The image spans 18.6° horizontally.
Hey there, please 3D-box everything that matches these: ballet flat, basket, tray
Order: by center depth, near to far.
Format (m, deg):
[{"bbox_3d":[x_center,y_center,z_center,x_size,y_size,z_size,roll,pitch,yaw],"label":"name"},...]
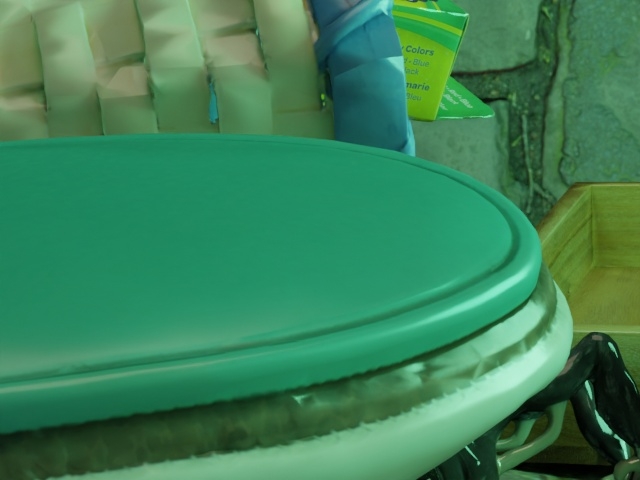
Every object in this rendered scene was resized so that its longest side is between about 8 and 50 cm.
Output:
[{"bbox_3d":[-0.139,0.059,0.339,0.400,0.139,0.139,-6,10,-30],"label":"ballet flat"},{"bbox_3d":[0.000,0.000,0.553,0.289,0.254,0.201,-1,30,-10],"label":"basket"},{"bbox_3d":[0.213,0.036,1.098,0.203,0.076,0.411,1,12,16],"label":"tray"}]

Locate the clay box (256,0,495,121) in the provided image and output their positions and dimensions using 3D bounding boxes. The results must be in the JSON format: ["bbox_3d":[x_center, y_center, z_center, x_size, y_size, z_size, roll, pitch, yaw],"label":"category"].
[{"bbox_3d":[-0.042,-0.102,0.784,0.222,0.053,0.127,4,24,-30],"label":"clay box"}]

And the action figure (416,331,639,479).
[{"bbox_3d":[0.161,0.061,0.771,0.276,0.141,0.164,4,-7,-3],"label":"action figure"}]
